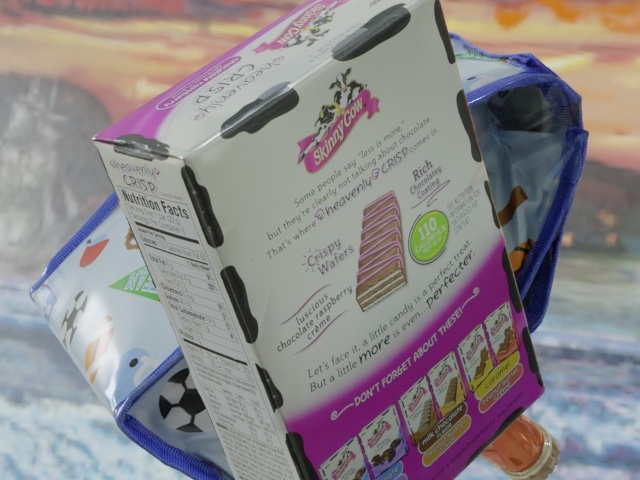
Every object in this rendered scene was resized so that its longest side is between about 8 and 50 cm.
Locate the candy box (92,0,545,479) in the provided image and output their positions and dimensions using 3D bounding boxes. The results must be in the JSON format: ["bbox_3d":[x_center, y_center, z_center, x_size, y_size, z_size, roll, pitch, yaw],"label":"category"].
[{"bbox_3d":[0.010,0.017,0.662,0.159,0.233,0.071,-37,33,-31],"label":"candy box"}]

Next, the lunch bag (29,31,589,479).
[{"bbox_3d":[0.000,0.000,1.098,0.239,0.385,0.328,41,-5,-28],"label":"lunch bag"}]

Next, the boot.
[{"bbox_3d":[0.109,0.130,1.091,0.085,0.059,0.158,39,-11,-33],"label":"boot"}]
